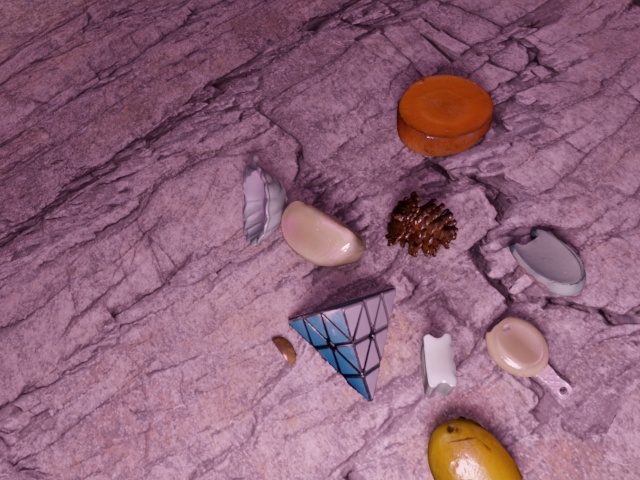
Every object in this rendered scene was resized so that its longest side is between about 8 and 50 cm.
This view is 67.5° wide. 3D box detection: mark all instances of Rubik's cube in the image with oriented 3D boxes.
[{"bbox_3d":[0.072,0.232,1.237,0.233,0.229,0.228,-59,21,21],"label":"Rubik's cube"}]

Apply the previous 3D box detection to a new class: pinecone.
[{"bbox_3d":[0.278,-0.037,1.319,0.196,0.150,0.179,10,68,13],"label":"pinecone"}]

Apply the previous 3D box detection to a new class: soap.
[{"bbox_3d":[0.277,0.300,1.139,0.067,0.198,0.118,-4,66,8],"label":"soap"}]

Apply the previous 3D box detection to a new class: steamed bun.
[{"bbox_3d":[0.000,0.000,1.345,0.239,0.170,0.152,35,98,23],"label":"steamed bun"}]

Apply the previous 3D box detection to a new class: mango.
[{"bbox_3d":[0.352,0.523,1.067,0.167,0.130,0.262,-43,71,-5],"label":"mango"}]

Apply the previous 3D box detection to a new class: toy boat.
[{"bbox_3d":[0.606,0.065,1.276,0.134,0.078,0.207,-29,54,-14],"label":"toy boat"},{"bbox_3d":[-0.168,-0.116,1.427,0.100,0.199,0.290,5,55,-30],"label":"toy boat"}]

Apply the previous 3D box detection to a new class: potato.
[{"bbox_3d":[-0.096,0.289,1.291,0.037,0.036,0.093,-39,65,-6],"label":"potato"}]

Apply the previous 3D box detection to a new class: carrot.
[{"bbox_3d":[0.390,-0.395,1.497,0.308,0.100,0.258,-16,67,-1],"label":"carrot"}]

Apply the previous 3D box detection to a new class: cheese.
[{"bbox_3d":[0.518,0.293,1.181,0.137,0.064,0.227,-39,67,-8],"label":"cheese"}]
